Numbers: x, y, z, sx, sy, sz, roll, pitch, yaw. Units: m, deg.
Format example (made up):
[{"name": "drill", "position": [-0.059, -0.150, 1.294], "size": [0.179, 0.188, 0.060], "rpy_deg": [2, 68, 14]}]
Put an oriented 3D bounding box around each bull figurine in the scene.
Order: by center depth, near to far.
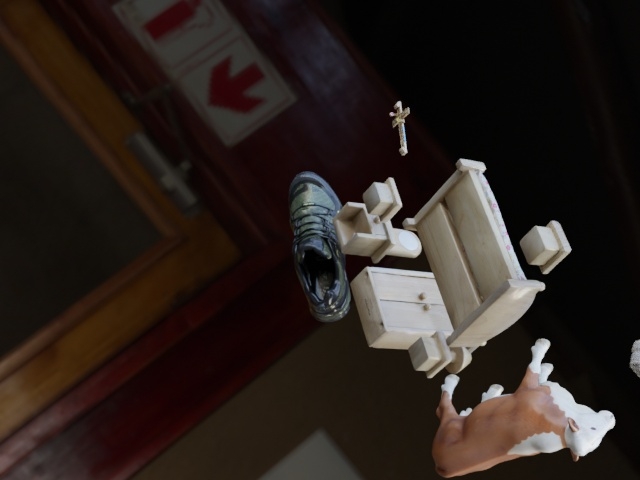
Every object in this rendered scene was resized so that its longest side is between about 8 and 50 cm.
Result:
[{"name": "bull figurine", "position": [0.300, 0.268, 1.993], "size": [0.310, 0.188, 0.101], "rpy_deg": [-22, -51, 33]}]

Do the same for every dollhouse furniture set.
[{"name": "dollhouse furniture set", "position": [0.207, -0.003, 1.716], "size": [0.355, 0.173, 0.303], "rpy_deg": [-48, -133, 41]}]

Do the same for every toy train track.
[{"name": "toy train track", "position": [0.114, -0.164, 1.892], "size": [0.048, 0.014, 0.083], "rpy_deg": [-40, -130, 54]}]

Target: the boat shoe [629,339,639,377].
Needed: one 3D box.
[{"name": "boat shoe", "position": [0.464, 0.231, 1.548], "size": [0.277, 0.096, 0.098], "rpy_deg": [42, -12, -3]}]

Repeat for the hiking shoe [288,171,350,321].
[{"name": "hiking shoe", "position": [0.000, 0.000, 1.885], "size": [0.114, 0.086, 0.227], "rpy_deg": [67, 11, -76]}]
